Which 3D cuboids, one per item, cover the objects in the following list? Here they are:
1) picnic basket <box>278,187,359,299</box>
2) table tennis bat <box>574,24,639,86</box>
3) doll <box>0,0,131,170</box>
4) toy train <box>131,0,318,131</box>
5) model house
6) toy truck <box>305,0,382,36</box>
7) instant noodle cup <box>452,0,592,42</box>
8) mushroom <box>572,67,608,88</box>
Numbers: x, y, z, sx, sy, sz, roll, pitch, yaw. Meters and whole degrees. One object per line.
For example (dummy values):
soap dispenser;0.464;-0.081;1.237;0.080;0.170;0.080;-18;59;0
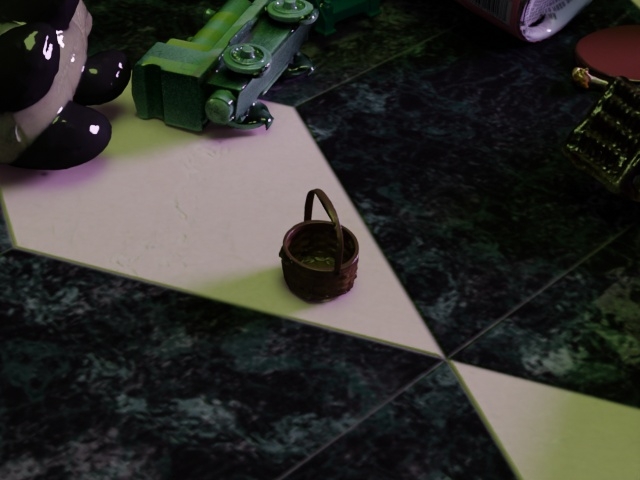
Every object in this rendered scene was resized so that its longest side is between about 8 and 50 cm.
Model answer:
picnic basket;0.000;0.000;1.137;0.072;0.083;0.072;4;39;-3
table tennis bat;0.374;-0.199;1.482;0.220;0.019;0.130;-10;37;-17
doll;-0.261;-0.162;1.269;0.135;0.143;0.234;-7;42;19
toy train;-0.084;-0.182;1.364;0.132;0.083;0.200;14;38;17
model house;0.310;-0.077;1.250;0.152;0.106;0.165;-17;39;-29
toy truck;-0.034;-0.308;1.498;0.110;0.116;0.216;-27;48;-33
instant noodle cup;0.177;-0.345;1.503;0.244;0.244;0.255;-30;59;-36
mushroom;0.352;-0.101;1.357;0.028;0.026;0.286;-37;54;-21
